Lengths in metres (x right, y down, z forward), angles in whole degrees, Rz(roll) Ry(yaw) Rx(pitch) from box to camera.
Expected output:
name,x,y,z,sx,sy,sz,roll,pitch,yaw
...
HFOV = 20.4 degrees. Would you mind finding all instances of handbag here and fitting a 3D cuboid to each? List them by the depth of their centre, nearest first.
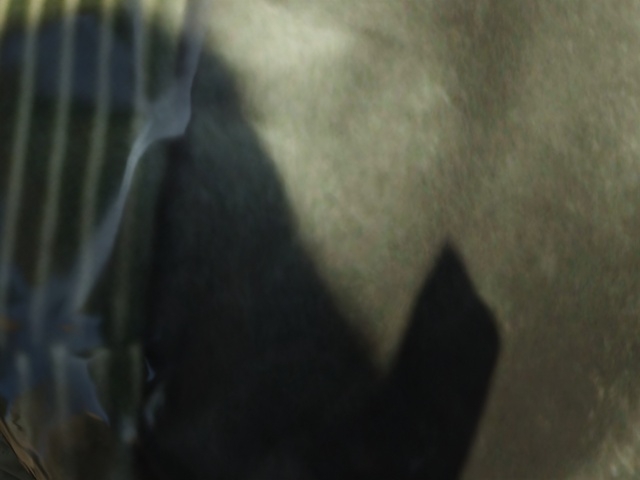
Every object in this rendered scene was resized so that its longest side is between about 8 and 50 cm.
name,x,y,z,sx,sy,sz,roll,pitch,yaw
handbag,0.000,0.000,0.497,0.240,0.341,0.247,-3,75,45
